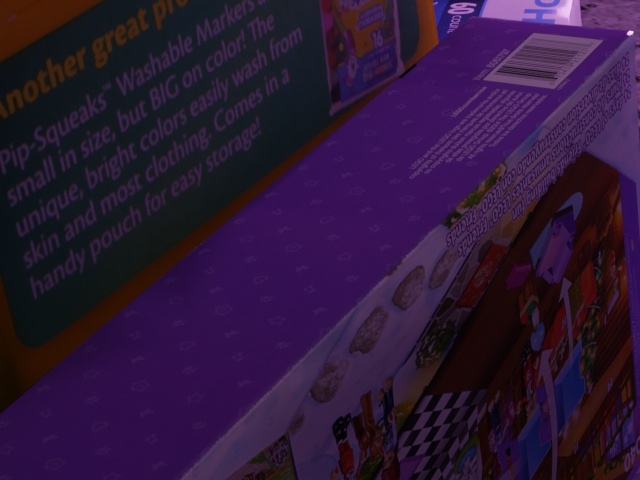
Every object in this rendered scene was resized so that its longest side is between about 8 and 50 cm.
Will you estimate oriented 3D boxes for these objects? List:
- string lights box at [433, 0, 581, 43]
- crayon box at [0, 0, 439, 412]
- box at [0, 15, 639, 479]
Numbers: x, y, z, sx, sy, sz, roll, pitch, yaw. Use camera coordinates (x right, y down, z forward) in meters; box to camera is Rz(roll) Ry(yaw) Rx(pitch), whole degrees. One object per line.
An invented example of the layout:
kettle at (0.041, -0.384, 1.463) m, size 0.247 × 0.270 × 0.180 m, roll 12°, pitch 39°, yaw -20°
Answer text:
string lights box at (-0.013, -0.050, 0.904) m, size 0.259 × 0.077 × 0.133 m, roll -1°, pitch 29°, yaw 15°
crayon box at (-0.044, 0.007, 0.542) m, size 0.083 × 0.323 × 0.203 m, roll 10°, pitch 33°, yaw 33°
box at (0.003, 0.092, 0.499) m, size 0.057 × 0.201 × 0.293 m, roll 10°, pitch 33°, yaw 31°
